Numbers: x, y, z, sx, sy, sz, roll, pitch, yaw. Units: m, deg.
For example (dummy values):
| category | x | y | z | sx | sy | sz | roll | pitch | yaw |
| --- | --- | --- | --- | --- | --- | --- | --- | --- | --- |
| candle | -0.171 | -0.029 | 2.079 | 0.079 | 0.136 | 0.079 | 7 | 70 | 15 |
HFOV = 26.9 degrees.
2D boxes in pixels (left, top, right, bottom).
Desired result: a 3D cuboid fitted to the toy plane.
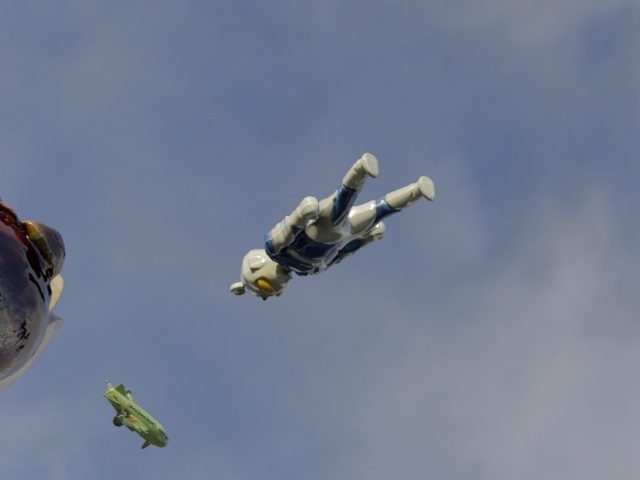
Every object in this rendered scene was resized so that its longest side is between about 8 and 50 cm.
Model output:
| category | x | y | z | sx | sy | sz | roll | pitch | yaw |
| --- | --- | --- | --- | --- | --- | --- | --- | --- | --- |
| toy plane | -0.238 | 0.226 | 1.703 | 0.040 | 0.102 | 0.111 | -37 | -78 | 10 |

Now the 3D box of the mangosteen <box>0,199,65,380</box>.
| category | x | y | z | sx | sy | sz | roll | pitch | yaw |
| --- | --- | --- | --- | --- | --- | --- | --- | --- | --- |
| mangosteen | -0.250 | 0.027 | 0.933 | 0.152 | 0.152 | 0.152 | 12 | -61 | 23 |

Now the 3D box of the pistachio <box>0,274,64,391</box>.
| category | x | y | z | sx | sy | sz | roll | pitch | yaw |
| --- | --- | --- | --- | --- | --- | --- | --- | --- | --- |
| pistachio | -0.465 | 0.118 | 1.902 | 0.187 | 0.299 | 0.187 | 4 | -75 | 16 |

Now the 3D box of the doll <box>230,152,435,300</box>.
| category | x | y | z | sx | sy | sz | roll | pitch | yaw |
| --- | --- | --- | --- | --- | --- | --- | --- | --- | --- |
| doll | 0.000 | 0.000 | 1.262 | 0.227 | 0.114 | 0.057 | -34 | -121 | 34 |
